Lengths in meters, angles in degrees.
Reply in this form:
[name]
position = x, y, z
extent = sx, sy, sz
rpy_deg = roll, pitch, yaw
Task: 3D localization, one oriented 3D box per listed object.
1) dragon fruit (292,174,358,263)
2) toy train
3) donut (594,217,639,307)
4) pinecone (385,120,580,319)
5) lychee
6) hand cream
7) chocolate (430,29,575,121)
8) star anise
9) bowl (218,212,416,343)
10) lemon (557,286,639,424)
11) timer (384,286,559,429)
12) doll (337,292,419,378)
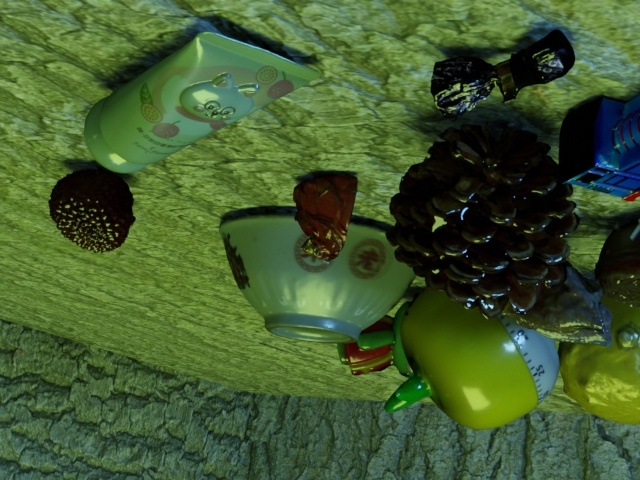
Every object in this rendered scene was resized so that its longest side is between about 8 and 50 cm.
[dragon fruit]
position = -0.002, -0.029, 1.752
extent = 0.083, 0.106, 0.162
rpy_deg = 12, 169, -10
[toy train]
position = 0.337, -0.101, 1.297
extent = 0.131, 0.083, 0.204
rpy_deg = 14, 165, -13
[donut]
position = 0.499, 0.035, 1.727
extent = 0.269, 0.103, 0.270
rpy_deg = 7, 169, 1
[pinecone]
position = 0.187, -0.031, 1.436
extent = 0.221, 0.221, 0.221
rpy_deg = 8, 167, 2
[lychee]
position = -0.327, -0.047, 1.859
extent = 0.129, 0.123, 0.123
rpy_deg = 35, 157, -19
[hand cream]
position = -0.148, -0.154, 1.399
extent = 0.147, 0.093, 0.306
rpy_deg = 17, 155, -35
[chocolate]
position = 0.176, -0.155, 1.219
extent = 0.147, 0.070, 0.072
rpy_deg = -4, -170, 42
[star anise]
position = 0.271, 0.049, 1.801
extent = 0.331, 0.118, 0.332
rpy_deg = 34, 177, 2
[bowl]
position = -0.003, 0.075, 2.046
extent = 0.337, 0.158, 0.337
rpy_deg = 7, 167, 2
[lemon]
position = 0.497, 0.183, 2.078
extent = 0.233, 0.234, 0.288
rpy_deg = 6, 168, 11
[timer]
position = 0.216, 0.197, 2.073
extent = 0.285, 0.285, 0.285
rpy_deg = 8, 167, 2
[doll]
position = 0.212, 0.179, 2.369
extent = 0.363, 0.160, 0.182
rpy_deg = 4, 167, 9
